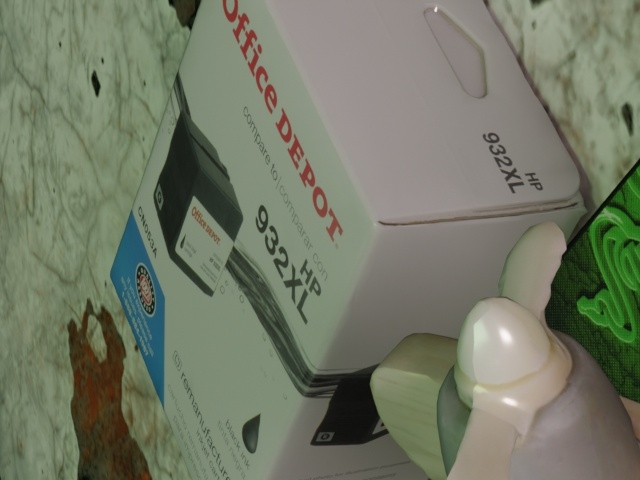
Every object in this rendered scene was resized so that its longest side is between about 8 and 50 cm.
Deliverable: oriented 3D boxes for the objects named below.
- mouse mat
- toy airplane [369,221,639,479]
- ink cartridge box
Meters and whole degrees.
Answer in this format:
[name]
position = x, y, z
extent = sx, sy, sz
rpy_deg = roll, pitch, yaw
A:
[mouse mat]
position = 0.174, 0.036, 0.856
extent = 0.152, 0.007, 0.190
rpy_deg = -53, 44, 25
[toy airplane]
position = 0.210, 0.117, 0.567
extent = 0.386, 0.272, 0.384
rpy_deg = -40, 80, 44
[ink cartridge box]
position = 0.000, 0.000, 1.122
extent = 0.223, 0.129, 0.307
rpy_deg = 65, 149, 33
